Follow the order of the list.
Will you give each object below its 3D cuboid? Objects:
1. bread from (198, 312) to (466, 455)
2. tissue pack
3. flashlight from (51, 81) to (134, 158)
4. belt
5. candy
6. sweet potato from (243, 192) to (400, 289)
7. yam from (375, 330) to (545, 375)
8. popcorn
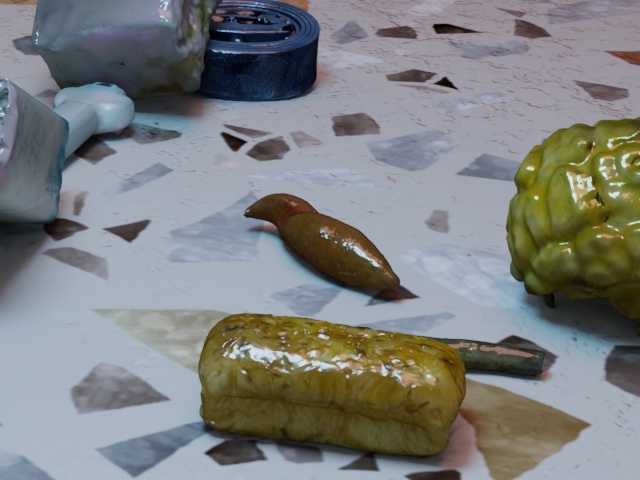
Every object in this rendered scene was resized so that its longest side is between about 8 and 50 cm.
[{"bbox_3d":[0.009,0.110,1.444,0.211,0.083,0.114,8,21,5],"label":"bread"},{"bbox_3d":[-0.346,-0.083,1.649,0.201,0.124,0.271,2,-5,4],"label":"tissue pack"},{"bbox_3d":[-0.270,-0.115,1.935,0.093,0.047,0.200,10,28,19],"label":"flashlight"},{"bbox_3d":[-0.098,-0.225,2.152,0.190,0.082,0.141,2,34,-3],"label":"belt"},{"bbox_3d":[-0.213,-0.257,2.041,0.195,0.137,0.184,-5,53,19],"label":"candy"},{"bbox_3d":[0.002,-0.001,1.713,0.055,0.058,0.202,-33,40,-21],"label":"sweet potato"},{"bbox_3d":[0.073,0.094,1.556,0.234,0.029,0.027,5,-2,7],"label":"yam"},{"bbox_3d":[0.297,-0.015,1.644,0.250,0.190,0.250,2,12,0],"label":"popcorn"}]
